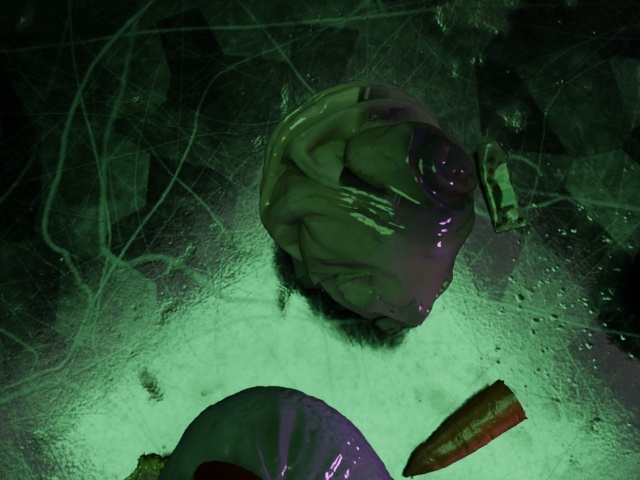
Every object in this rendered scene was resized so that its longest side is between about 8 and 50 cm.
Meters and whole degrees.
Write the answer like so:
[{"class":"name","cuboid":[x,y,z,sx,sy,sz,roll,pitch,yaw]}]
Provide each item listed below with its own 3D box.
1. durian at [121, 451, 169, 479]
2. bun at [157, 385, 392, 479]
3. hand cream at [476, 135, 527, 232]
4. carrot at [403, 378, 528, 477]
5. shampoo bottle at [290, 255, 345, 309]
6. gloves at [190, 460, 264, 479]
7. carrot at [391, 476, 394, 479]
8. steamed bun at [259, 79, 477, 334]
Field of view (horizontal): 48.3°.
[{"class":"durian","cuboid":[-0.274,0.409,1.012,0.224,0.078,0.140,-46,110,-28]},{"class":"bun","cuboid":[-0.062,0.378,0.947,0.362,0.211,0.362,0,85,-4]},{"class":"hand cream","cuboid":[0.300,-0.097,1.202,0.057,0.037,0.165,-14,81,-4]},{"class":"carrot","cuboid":[0.208,0.294,1.074,0.205,0.072,0.072,-33,77,-3]},{"class":"shampoo bottle","cuboid":[0.000,0.000,1.137,0.118,0.087,0.234,-17,75,-16]},{"class":"gloves","cuboid":[-0.160,0.404,0.806,0.133,0.116,0.294,40,103,43]},{"class":"carrot","cuboid":[0.050,0.322,1.073,0.171,0.042,0.042,42,78,7]},{"class":"steamed bun","cuboid":[0.102,-0.076,1.028,0.346,0.237,0.394,-14,74,-33]}]
